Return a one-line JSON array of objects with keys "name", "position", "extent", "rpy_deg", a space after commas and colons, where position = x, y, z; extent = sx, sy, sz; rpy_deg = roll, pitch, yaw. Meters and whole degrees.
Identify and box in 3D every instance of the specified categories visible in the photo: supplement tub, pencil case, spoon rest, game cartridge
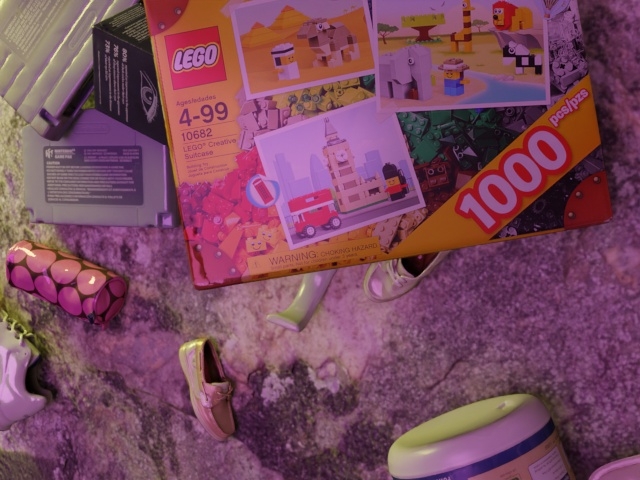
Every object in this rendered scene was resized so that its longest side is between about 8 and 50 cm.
[{"name": "supplement tub", "position": [0.244, 0.386, 1.202], "extent": [0.228, 0.228, 0.316], "rpy_deg": [-23, 86, 24]}, {"name": "pencil case", "position": [-0.437, 0.075, 1.545], "extent": [0.209, 0.095, 0.098], "rpy_deg": [22, 121, 22]}, {"name": "spoon rest", "position": [0.000, 0.000, 1.358], "extent": [0.137, 0.084, 0.276], "rpy_deg": [21, 91, 19]}, {"name": "game cartridge", "position": [-0.407, -0.368, 1.470], "extent": [0.230, 0.068, 0.355], "rpy_deg": [43, 102, 23]}, {"name": "game cartridge", "position": [-0.366, -0.121, 1.509], "extent": [0.294, 0.060, 0.196], "rpy_deg": [3, 101, 23]}]

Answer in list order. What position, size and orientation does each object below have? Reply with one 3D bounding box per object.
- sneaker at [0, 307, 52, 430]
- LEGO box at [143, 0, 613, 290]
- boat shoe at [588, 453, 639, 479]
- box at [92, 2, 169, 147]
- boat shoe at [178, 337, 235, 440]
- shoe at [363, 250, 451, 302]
[{"name": "sneaker", "position": [-0.568, 0.184, 1.621], "extent": [0.129, 0.111, 0.297], "rpy_deg": [-20, 92, 9]}, {"name": "LEGO box", "position": [0.070, -0.161, 1.145], "extent": [0.500, 0.193, 0.372], "rpy_deg": [-10, 90, 5]}, {"name": "boat shoe", "position": [0.507, 0.302, 1.149], "extent": [0.324, 0.097, 0.116], "rpy_deg": [-18, 70, 23]}, {"name": "box", "position": [-0.234, -0.242, 1.376], "extent": [0.207, 0.108, 0.153], "rpy_deg": [28, 135, 17]}, {"name": "boat shoe", "position": [-0.174, 0.237, 1.459], "extent": [0.059, 0.063, 0.170], "rpy_deg": [-26, 85, 30]}, {"name": "shoe", "position": [0.137, 0.013, 1.298], "extent": [0.219, 0.058, 0.076], "rpy_deg": [-44, 78, 22]}]
